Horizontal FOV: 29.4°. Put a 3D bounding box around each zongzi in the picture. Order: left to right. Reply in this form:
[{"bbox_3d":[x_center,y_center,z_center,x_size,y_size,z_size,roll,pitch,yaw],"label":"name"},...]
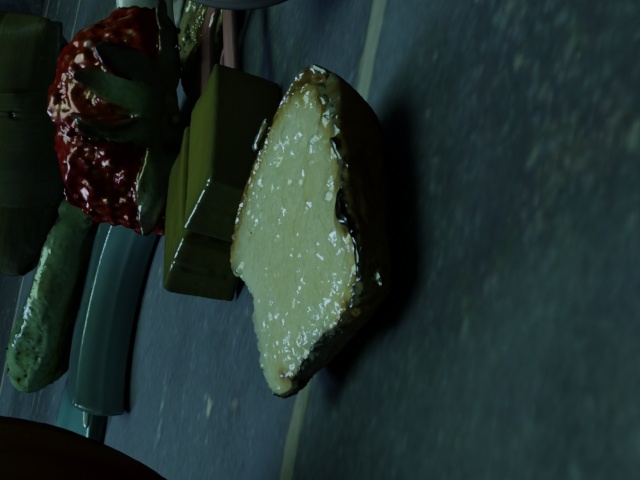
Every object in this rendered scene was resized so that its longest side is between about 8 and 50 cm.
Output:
[{"bbox_3d":[-0.433,-0.094,1.746,0.418,0.181,0.447,-103,23,-83],"label":"zongzi"}]

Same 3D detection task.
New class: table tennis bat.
[{"bbox_3d":[-0.244,0.192,1.173,0.237,0.038,0.149,142,135,-57],"label":"table tennis bat"}]

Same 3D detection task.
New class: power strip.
[{"bbox_3d":[-0.176,0.060,1.030,0.137,0.044,0.216,-152,75,-72],"label":"power strip"}]

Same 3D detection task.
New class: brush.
[{"bbox_3d":[-0.062,-0.083,0.775,0.103,0.047,0.233,120,156,-44],"label":"brush"}]

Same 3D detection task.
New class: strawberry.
[{"bbox_3d":[-0.152,-0.102,0.913,0.228,0.098,0.174,-119,26,-67],"label":"strawberry"}]

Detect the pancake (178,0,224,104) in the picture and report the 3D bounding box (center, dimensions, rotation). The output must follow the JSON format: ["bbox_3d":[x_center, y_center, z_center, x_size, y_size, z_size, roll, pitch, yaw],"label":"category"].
[{"bbox_3d":[-0.085,-0.178,0.933,0.151,0.025,0.152,-167,90,-73],"label":"pancake"}]

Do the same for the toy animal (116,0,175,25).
[{"bbox_3d":[-0.189,-0.351,1.101,0.196,0.241,0.368,112,146,-52],"label":"toy animal"}]

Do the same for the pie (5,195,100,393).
[{"bbox_3d":[-0.239,0.037,1.176,0.240,0.054,0.241,-160,90,-87],"label":"pie"}]

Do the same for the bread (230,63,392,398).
[{"bbox_3d":[0.000,0.000,0.546,0.129,0.044,0.126,-55,37,45],"label":"bread"}]

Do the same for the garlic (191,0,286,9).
[{"bbox_3d":[-0.058,-0.242,0.632,0.207,0.256,0.207,-3,83,28],"label":"garlic"}]

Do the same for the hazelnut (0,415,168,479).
[{"bbox_3d":[-0.184,0.262,0.505,0.409,0.359,0.359,-63,22,16],"label":"hazelnut"}]
